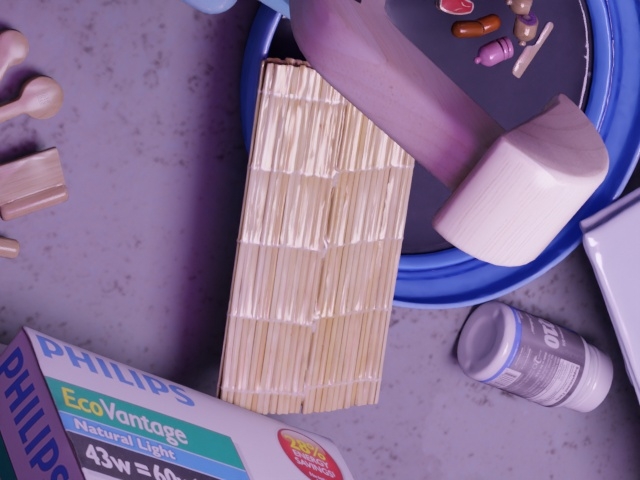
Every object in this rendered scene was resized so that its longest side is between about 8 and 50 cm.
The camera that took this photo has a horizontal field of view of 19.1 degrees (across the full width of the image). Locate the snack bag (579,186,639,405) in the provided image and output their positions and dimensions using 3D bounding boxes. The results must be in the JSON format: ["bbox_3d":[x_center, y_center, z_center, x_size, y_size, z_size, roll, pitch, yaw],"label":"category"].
[{"bbox_3d":[0.408,0.070,1.813,0.323,0.037,0.342,-30,109,-27],"label":"snack bag"}]

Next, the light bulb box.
[{"bbox_3d":[-0.177,0.314,1.553,0.358,0.225,0.361,25,112,-39],"label":"light bulb box"}]

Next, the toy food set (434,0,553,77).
[{"bbox_3d":[0.144,-0.188,1.607,0.122,0.019,0.078,31,94,-29],"label":"toy food set"}]

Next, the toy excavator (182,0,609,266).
[{"bbox_3d":[-0.009,-0.206,1.313,0.433,0.445,0.222,31,121,-13],"label":"toy excavator"}]

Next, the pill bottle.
[{"bbox_3d":[0.205,0.113,1.799,0.137,0.078,0.078,22,99,-29],"label":"pill bottle"}]

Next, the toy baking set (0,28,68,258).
[{"bbox_3d":[-0.321,-0.084,1.528,0.256,0.030,0.197,5,104,-26],"label":"toy baking set"}]

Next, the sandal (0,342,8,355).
[{"bbox_3d":[-0.311,0.151,1.572,0.416,0.102,0.169,34,93,-30],"label":"sandal"}]

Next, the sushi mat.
[{"bbox_3d":[0.000,0.000,1.613,0.151,0.019,0.316,0,110,-24],"label":"sushi mat"}]

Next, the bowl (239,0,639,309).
[{"bbox_3d":[0.110,-0.133,1.668,0.391,0.077,0.391,-8,111,-21],"label":"bowl"}]
